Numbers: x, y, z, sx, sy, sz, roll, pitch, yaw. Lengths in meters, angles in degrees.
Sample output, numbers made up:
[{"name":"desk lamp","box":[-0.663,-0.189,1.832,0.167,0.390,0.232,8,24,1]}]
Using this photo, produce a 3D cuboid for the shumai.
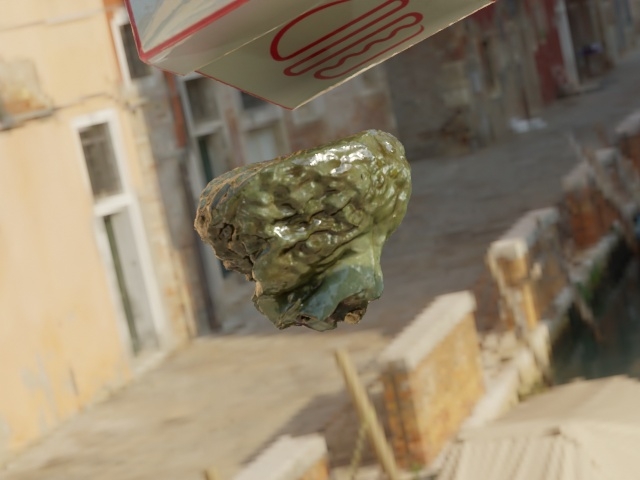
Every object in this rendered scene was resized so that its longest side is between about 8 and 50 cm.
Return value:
[{"name":"shumai","box":[-0.001,-0.002,1.692,0.256,0.218,0.189,-17,12,-30]}]

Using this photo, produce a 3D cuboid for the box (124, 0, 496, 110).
[{"name":"box","box":[-0.030,-0.360,1.682,0.312,0.314,0.300,-26,-21,26]}]
